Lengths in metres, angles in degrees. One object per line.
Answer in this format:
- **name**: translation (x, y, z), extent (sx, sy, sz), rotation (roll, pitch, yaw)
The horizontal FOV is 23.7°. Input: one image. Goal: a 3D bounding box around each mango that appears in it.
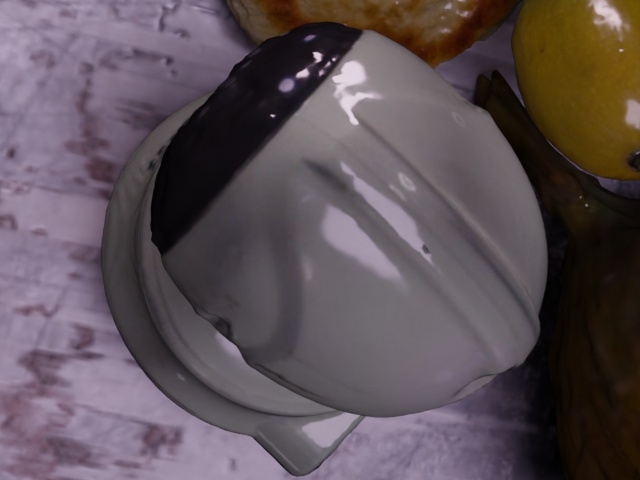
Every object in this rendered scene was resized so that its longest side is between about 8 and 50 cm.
- **mango**: translation (0.194, -0.115, 0.845), extent (0.137, 0.091, 0.237), rotation (43, 51, 11)

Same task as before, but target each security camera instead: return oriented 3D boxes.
- **security camera**: translation (0.000, 0.000, 0.738), extent (0.191, 0.277, 0.197), rotation (46, 78, -7)

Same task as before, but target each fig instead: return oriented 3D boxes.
- **fig**: translation (0.223, 0.036, 0.895), extent (0.286, 0.286, 0.368), rotation (-34, 79, -9)

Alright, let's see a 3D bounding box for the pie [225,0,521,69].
- **pie**: translation (0.032, -0.189, 0.829), extent (0.179, 0.084, 0.205), rotation (-6, 107, -17)
